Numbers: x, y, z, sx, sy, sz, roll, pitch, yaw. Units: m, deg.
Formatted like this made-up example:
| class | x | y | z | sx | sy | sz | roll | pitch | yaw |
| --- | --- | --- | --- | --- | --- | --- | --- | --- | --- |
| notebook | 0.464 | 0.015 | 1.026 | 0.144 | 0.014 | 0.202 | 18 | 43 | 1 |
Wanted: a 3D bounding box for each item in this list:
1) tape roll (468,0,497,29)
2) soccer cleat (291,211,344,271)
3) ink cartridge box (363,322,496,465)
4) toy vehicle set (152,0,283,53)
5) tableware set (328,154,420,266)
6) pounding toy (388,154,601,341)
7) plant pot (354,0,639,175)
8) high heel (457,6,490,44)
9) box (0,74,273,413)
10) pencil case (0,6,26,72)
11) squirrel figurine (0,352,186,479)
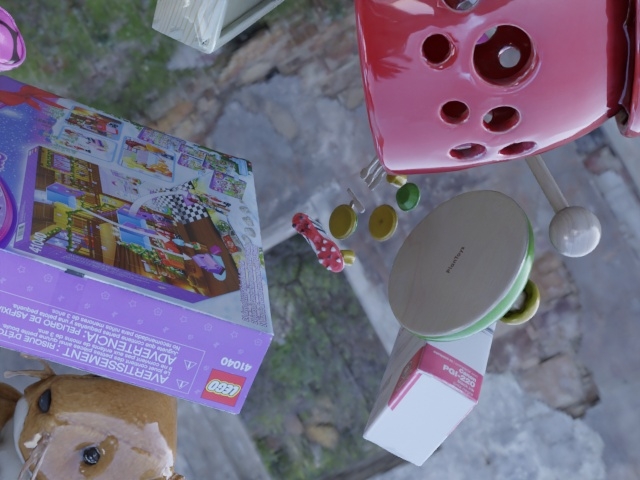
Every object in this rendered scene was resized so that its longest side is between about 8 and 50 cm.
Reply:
| class | x | y | z | sx | sy | sz | roll | pitch | yaw |
| --- | --- | --- | --- | --- | --- | --- | --- | --- | --- |
| tape roll | 0.222 | -0.267 | 0.719 | 0.286 | 0.100 | 0.286 | -13 | 132 | -14 |
| soccer cleat | 0.000 | 0.000 | 1.133 | 0.029 | 0.083 | 0.035 | -43 | 176 | 21 |
| ink cartridge box | 0.150 | 0.159 | 1.296 | 0.159 | 0.092 | 0.218 | -58 | -175 | 40 |
| toy vehicle set | -0.004 | -0.226 | 0.571 | 0.267 | 0.035 | 0.166 | -55 | 169 | -56 |
| tableware set | 0.066 | -0.032 | 1.294 | 0.024 | 0.104 | 0.154 | 14 | 123 | -45 |
| pounding toy | 0.198 | 0.031 | 1.095 | 0.237 | 0.110 | 0.183 | -41 | -144 | 15 |
| plant pot | 0.114 | -0.136 | 0.578 | 0.174 | 0.191 | 0.191 | -1 | -178 | 12 |
| high heel | 0.192 | -0.342 | 1.511 | 0.244 | 0.117 | 0.082 | -102 | -151 | -59 |
| box | -0.140 | -0.015 | 0.629 | 0.293 | 0.200 | 0.057 | -104 | -144 | -67 |
| pencil case | -0.441 | -0.198 | 1.111 | 0.209 | 0.095 | 0.098 | -19 | 174 | 19 |
| squirrel figurine | -0.274 | 0.271 | 1.100 | 0.370 | 0.397 | 0.281 | -29 | -139 | 22 |
